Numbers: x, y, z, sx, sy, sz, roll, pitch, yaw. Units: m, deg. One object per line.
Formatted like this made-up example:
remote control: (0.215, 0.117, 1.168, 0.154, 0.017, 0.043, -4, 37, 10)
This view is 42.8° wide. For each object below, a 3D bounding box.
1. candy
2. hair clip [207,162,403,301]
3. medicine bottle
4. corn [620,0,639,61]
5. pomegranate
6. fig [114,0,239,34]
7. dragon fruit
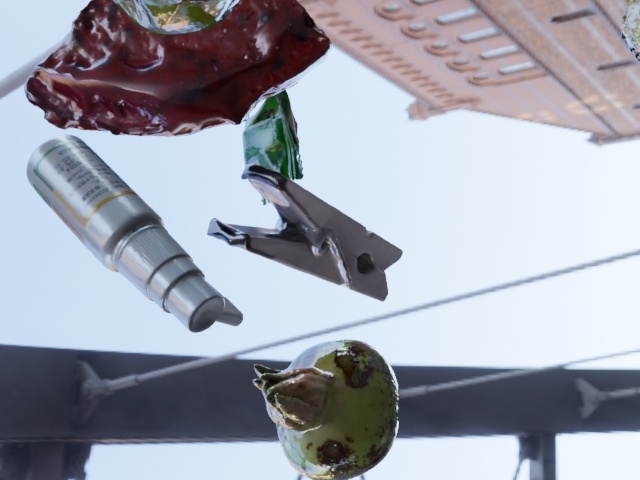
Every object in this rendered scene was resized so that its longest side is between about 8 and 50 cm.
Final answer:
candy: (-0.077, -0.139, 1.177, 0.078, 0.203, 0.141, 8, -100, -13)
hair clip: (-0.003, -0.001, 1.074, 0.330, 0.085, 0.101, 26, -97, -54)
medicine bottle: (-0.154, -0.002, 0.684, 0.061, 0.220, 0.092, -51, -28, 4)
corn: (0.323, -0.141, 0.636, 0.203, 0.072, 0.072, 18, -112, -18)
pomegranate: (0.019, 0.257, 1.275, 0.276, 0.204, 0.222, 66, -159, -64)
fig: (-0.107, -0.218, 0.596, 0.166, 0.154, 0.144, -88, -16, -57)
dragon fruit: (-0.191, -0.244, 0.956, 0.330, 0.302, 0.240, -24, -71, -7)
